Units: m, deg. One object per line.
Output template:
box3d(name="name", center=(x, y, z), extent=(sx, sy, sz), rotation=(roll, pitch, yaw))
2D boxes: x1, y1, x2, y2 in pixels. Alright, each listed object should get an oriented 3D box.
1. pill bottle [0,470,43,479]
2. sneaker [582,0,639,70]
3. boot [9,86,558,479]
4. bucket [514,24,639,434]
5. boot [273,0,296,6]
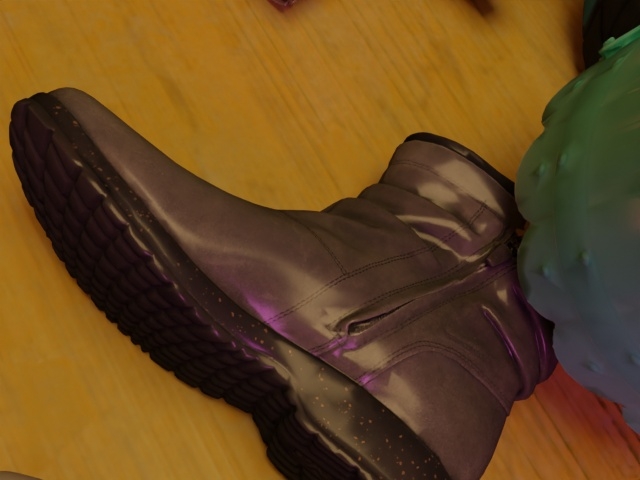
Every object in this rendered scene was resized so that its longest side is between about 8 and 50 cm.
box3d(name="pill bottle", center=(-0.103, 0.229, 0.329), extent=(0.392, 0.224, 0.224), rotation=(32, 62, 1))
box3d(name="sneaker", center=(0.305, -0.088, 0.652), extent=(0.140, 0.125, 0.340), rotation=(-16, 81, -24))
box3d(name="boot", center=(0.000, 0.000, 0.538), extent=(0.338, 0.118, 0.223), rotation=(46, 60, -4))
box3d(name="bucket", center=(0.261, -0.015, 0.458), extent=(0.281, 0.183, 0.281), rotation=(2, 79, -11))
box3d(name="boot", center=(0.038, -0.221, 0.657), extent=(0.213, 0.077, 0.165), rotation=(40, 62, 11))
